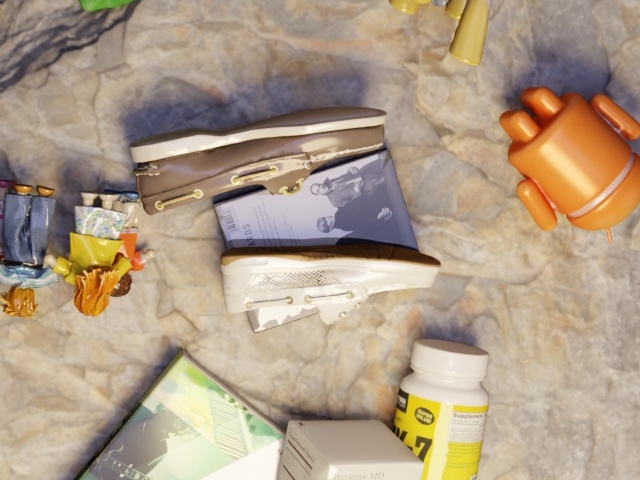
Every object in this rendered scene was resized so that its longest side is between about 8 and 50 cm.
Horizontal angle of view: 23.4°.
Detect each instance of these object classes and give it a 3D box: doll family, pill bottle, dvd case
[{"bbox_3d":[-0.335,0.016,1.916,0.263,0.118,0.163,5,96,-8],"label":"doll family"},{"bbox_3d":[0.154,0.239,2.006,0.119,0.119,0.208,8,95,-8],"label":"pill bottle"},{"bbox_3d":[0.000,0.000,2.003,0.239,0.029,0.179,-17,99,-4],"label":"dvd case"}]

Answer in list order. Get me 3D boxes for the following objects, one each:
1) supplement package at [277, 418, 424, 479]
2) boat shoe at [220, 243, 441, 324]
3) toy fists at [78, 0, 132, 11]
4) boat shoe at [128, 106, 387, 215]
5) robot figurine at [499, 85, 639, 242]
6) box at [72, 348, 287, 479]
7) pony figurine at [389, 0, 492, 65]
[{"bbox_3d":[0.022,0.363,1.960,0.139,0.134,0.244,2,108,-26],"label":"supplement package"},{"bbox_3d":[0.013,0.057,1.953,0.277,0.098,0.096,0,98,2],"label":"boat shoe"},{"bbox_3d":[-0.290,-0.419,1.884,0.142,0.096,0.279,-19,97,-15],"label":"toy fists"},{"bbox_3d":[-0.073,-0.102,1.941,0.324,0.116,0.096,-9,101,-2],"label":"boat shoe"},{"bbox_3d":[0.327,-0.100,1.985,0.219,0.128,0.158,43,47,-10],"label":"robot figurine"},{"bbox_3d":[-0.192,0.335,2.004,0.232,0.058,0.322,39,89,-10],"label":"box"},{"bbox_3d":[0.207,-0.430,1.851,0.303,0.351,0.363,20,113,-6],"label":"pony figurine"}]
